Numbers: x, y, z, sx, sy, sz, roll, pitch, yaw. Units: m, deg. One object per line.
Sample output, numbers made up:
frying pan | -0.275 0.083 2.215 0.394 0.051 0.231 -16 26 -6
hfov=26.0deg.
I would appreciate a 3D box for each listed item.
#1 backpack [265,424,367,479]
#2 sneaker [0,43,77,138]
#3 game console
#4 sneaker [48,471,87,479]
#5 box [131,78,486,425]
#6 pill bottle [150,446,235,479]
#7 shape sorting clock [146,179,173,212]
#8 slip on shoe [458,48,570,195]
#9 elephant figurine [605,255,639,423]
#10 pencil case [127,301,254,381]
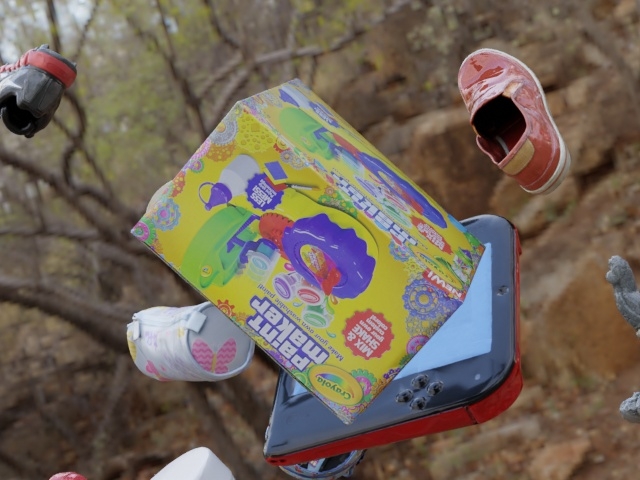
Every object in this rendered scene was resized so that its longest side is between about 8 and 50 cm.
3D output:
backpack | -0.001 0.309 2.174 0.158 0.117 0.173 20 48 16
sneaker | -0.507 -0.234 2.331 0.097 0.135 0.276 32 -22 -24
game console | 0.100 0.121 1.823 0.342 0.060 0.386 -14 32 17
sneaker | -0.167 0.302 1.200 0.128 0.221 0.087 -16 -12 18
box | 0.000 0.000 1.452 0.177 0.290 0.279 -48 0 16
pill bottle | -0.059 0.325 1.270 0.152 0.272 0.152 -38 12 10
shape sorting clock | -0.147 -0.020 1.979 0.206 0.206 0.040 -15 -41 -25
slip on shoe | 0.271 -0.194 2.075 0.101 0.331 0.123 25 -62 -30
elephant figurine | 0.524 0.152 2.026 0.169 0.239 0.186 -8 -24 37
pencil case | -0.199 0.150 2.088 0.113 0.124 0.273 -44 16 -23
